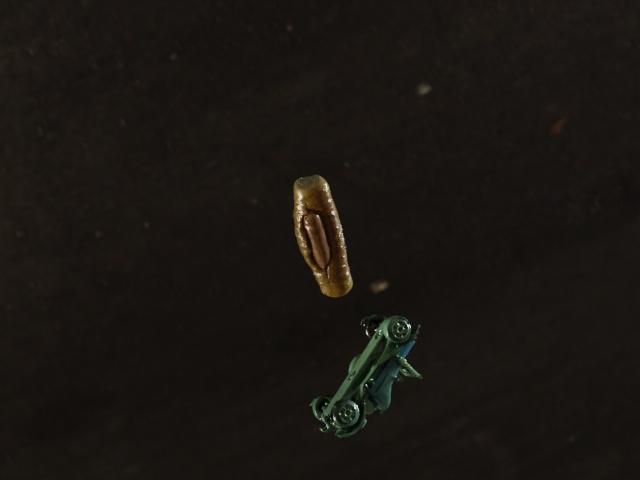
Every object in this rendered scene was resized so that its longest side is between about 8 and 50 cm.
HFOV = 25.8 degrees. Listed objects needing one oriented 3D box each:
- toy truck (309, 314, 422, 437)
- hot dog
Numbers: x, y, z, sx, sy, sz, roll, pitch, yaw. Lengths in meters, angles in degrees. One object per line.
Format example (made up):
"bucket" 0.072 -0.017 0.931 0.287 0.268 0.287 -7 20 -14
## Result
"toy truck" 0.061 0.159 1.573 0.078 0.080 0.154 36 78 -15
"hot dog" 0.000 0.000 1.307 0.044 0.028 0.137 -6 129 8
